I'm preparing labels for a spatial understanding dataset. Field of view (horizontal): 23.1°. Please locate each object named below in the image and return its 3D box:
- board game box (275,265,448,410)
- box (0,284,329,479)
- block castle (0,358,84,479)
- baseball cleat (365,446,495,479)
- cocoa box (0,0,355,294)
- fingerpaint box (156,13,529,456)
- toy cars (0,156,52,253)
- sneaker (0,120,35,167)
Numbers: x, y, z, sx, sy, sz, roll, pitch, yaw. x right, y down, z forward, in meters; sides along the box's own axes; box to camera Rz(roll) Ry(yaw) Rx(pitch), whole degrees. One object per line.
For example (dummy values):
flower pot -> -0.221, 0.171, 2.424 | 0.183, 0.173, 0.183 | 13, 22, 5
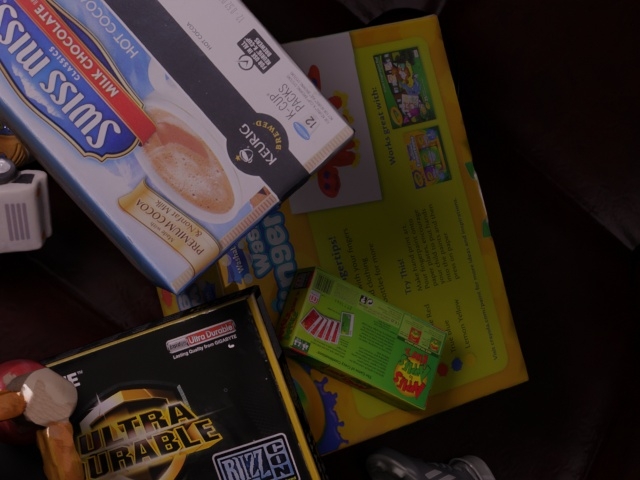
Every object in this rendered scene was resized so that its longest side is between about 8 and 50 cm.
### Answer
board game box -> 0.043, 0.106, 1.668 | 0.181, 0.043, 0.092 | 27, 71, -26
box -> -0.171, 0.219, 1.592 | 0.322, 0.079, 0.257 | -19, 96, 7
block castle -> -0.419, 0.297, 1.420 | 0.453, 0.213, 0.303 | -13, 88, -22
baseball cleat -> 0.139, 0.290, 1.889 | 0.206, 0.072, 0.109 | 42, 50, -24
cocoa box -> -0.179, -0.148, 1.487 | 0.228, 0.231, 0.347 | -42, 98, -8
fingerpaint box -> 0.000, 0.000, 1.778 | 0.371, 0.163, 0.444 | -16, 92, -32
toy cars -> -0.443, -0.078, 1.508 | 0.394, 0.176, 0.087 | 36, 33, -22
sneaker -> -0.356, -0.222, 1.646 | 0.131, 0.112, 0.296 | -30, 101, -48
